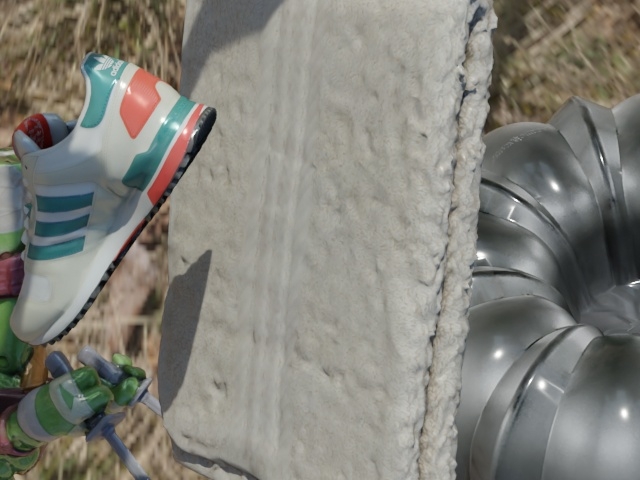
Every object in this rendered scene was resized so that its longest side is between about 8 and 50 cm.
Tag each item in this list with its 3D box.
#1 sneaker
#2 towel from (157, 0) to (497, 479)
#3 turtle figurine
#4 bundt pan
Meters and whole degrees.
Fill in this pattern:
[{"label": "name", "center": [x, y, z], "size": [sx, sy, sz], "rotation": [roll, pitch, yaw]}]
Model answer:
[{"label": "sneaker", "center": [-0.117, -0.022, 0.897], "size": [0.075, 0.057, 0.161], "rotation": [35, 123, -5]}, {"label": "towel", "center": [0.000, 0.000, 0.928], "size": [0.049, 0.187, 0.282], "rotation": [-7, 109, -44]}, {"label": "turtle figurine", "center": [-0.149, 0.071, 1.241], "size": [0.275, 0.198, 0.266], "rotation": [0, 99, 29]}, {"label": "bundt pan", "center": [0.172, 0.038, 1.028], "size": [0.331, 0.331, 0.124], "rotation": [-14, 134, 0]}]
